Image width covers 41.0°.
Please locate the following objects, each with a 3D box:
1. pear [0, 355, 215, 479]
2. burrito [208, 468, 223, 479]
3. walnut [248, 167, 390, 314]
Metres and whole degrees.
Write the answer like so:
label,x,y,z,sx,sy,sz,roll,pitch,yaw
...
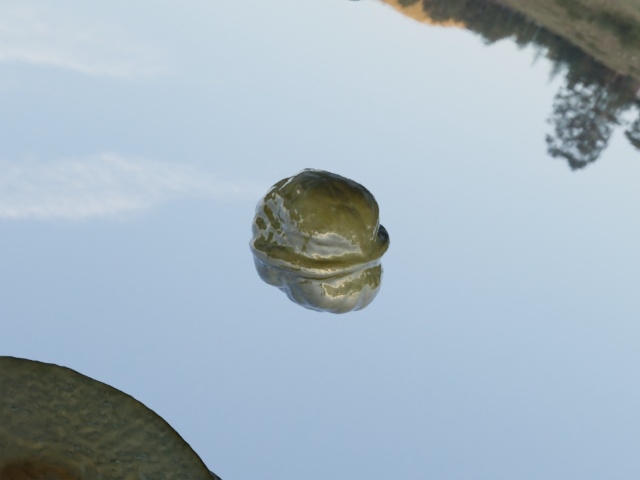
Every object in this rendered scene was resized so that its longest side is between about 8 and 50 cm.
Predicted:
label,x,y,z,sx,sy,sz,roll,pitch,yaw
pear,-0.243,0.278,0.679,0.386,0.191,0.340,38,-154,3
burrito,-0.158,0.374,1.244,0.188,0.045,0.058,33,-155,28
walnut,0.000,0.002,1.716,0.253,0.282,0.277,10,-170,-45
